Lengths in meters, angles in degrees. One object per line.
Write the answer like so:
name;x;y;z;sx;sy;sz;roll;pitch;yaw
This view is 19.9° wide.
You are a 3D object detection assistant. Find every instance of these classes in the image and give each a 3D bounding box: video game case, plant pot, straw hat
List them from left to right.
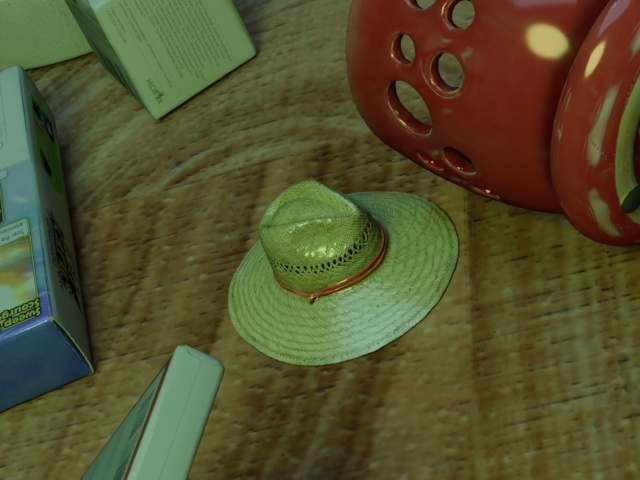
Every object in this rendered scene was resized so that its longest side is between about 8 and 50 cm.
video game case;-0.286;0.033;1.153;0.269;0.061;0.244;-23;43;7
video game case;-0.129;0.193;0.783;0.285;0.025;0.204;-51;16;48
straw hat;0.000;0.000;1.031;0.144;0.061;0.144;-16;40;14
plant pot;0.137;-0.098;0.965;0.191;0.191;0.174;-42;50;-16

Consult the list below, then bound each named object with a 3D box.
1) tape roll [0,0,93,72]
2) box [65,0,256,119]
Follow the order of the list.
tape roll;-0.186;-0.283;1.439;0.392;0.072;0.392;-16;41;15
box;-0.115;-0.158;1.237;0.087;0.102;0.101;-34;38;-9
